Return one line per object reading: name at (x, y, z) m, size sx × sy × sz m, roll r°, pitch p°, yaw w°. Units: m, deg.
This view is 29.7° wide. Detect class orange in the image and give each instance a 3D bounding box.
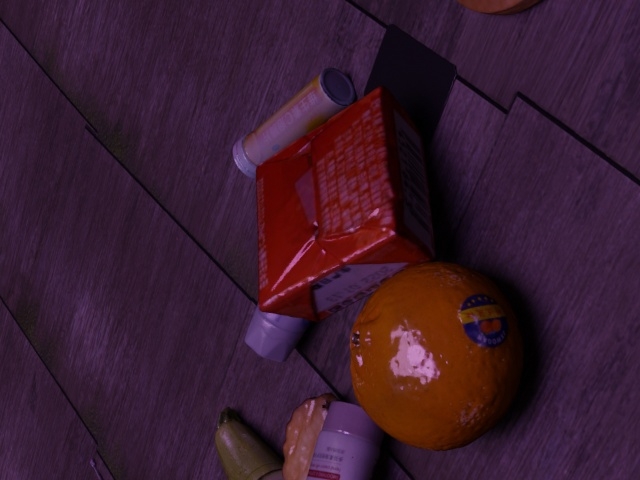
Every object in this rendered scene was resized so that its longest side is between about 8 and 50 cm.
orange at (0.134, 0.135, 1.416) m, size 0.219 × 0.193 × 0.219 m, roll 169°, pitch 90°, yaw -67°

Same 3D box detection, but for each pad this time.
pad at (0.116, -0.206, 1.591) m, size 0.157 × 0.003 × 0.112 m, roll 44°, pitch 124°, yaw 44°

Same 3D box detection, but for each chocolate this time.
chocolate at (0.030, -0.038, 1.531) m, size 0.234 × 0.108 × 0.237 m, roll -31°, pitch 47°, yaw 32°

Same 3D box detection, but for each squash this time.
squash at (-0.109, 0.321, 1.821) m, size 0.224 × 0.094 × 0.094 m, roll 48°, pitch 126°, yaw 52°

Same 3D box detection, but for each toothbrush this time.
toothbrush at (-0.411, 0.444, 2.259) m, size 0.097 × 0.006 × 0.008 m, roll 50°, pitch 123°, yaw 40°

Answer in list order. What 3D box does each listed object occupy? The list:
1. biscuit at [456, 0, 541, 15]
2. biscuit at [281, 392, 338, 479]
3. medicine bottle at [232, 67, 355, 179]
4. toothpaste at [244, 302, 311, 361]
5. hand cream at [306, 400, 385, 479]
biscuit at (0.185, -0.424, 1.467) m, size 0.275 × 0.052 × 0.355 m, roll -53°, pitch 49°, yaw 37°
biscuit at (-0.003, 0.302, 1.689) m, size 0.118 × 0.061 × 0.183 m, roll -1°, pitch 87°, yaw 54°
medicine bottle at (-0.039, -0.168, 1.738) m, size 0.218 × 0.074 × 0.074 m, roll -36°, pitch 61°, yaw 44°
toothpaste at (0.000, 0.000, 1.684) m, size 0.125 × 0.080 × 0.371 m, roll 46°, pitch 119°, yaw 44°
hand cream at (0.012, 0.337, 1.575) m, size 0.133 × 0.083 × 0.248 m, roll -15°, pitch 52°, yaw 60°
